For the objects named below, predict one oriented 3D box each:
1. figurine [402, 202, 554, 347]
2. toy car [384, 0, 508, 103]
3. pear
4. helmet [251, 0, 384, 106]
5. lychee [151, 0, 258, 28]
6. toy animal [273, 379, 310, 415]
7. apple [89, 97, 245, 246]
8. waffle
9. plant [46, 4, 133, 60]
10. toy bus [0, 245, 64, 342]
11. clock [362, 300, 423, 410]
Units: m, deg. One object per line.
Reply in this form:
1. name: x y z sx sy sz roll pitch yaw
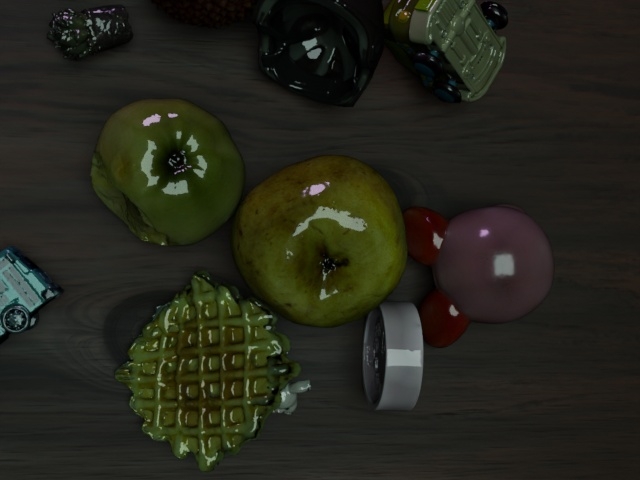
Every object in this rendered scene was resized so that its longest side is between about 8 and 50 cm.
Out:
1. figurine: 0.302 0.050 1.917 0.261 0.211 0.269 -11 92 -11
2. toy car: 0.205 -0.377 1.924 0.248 0.198 0.204 42 74 -46
3. pear: 0.000 0.000 1.817 0.304 0.304 0.303 0 89 -11
4. helmet: 0.016 -0.384 1.839 0.225 0.305 0.177 26 59 7
5. lychee: -0.189 -0.480 1.808 0.271 0.271 0.271 0 89 -11
6. toy animal: -0.068 0.277 1.889 0.071 0.124 0.085 23 82 -4
7. apple: -0.255 -0.119 1.801 0.279 0.279 0.279 0 89 -11
8. waffle: -0.196 0.229 1.844 0.297 0.073 0.317 42 99 19
9. plant: -0.407 -0.368 1.854 0.143 0.094 0.092 -17 107 -22
10. toy bus: -0.577 0.124 1.793 0.256 0.128 0.147 -40 95 -7
11. clock: 0.127 0.207 1.888 0.068 0.197 0.196 2 89 -10
